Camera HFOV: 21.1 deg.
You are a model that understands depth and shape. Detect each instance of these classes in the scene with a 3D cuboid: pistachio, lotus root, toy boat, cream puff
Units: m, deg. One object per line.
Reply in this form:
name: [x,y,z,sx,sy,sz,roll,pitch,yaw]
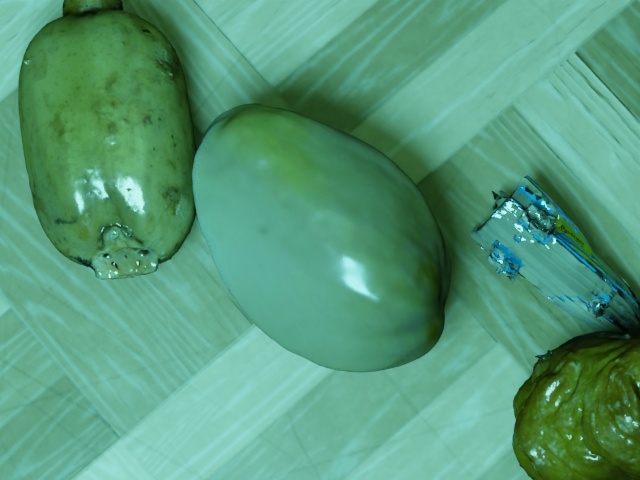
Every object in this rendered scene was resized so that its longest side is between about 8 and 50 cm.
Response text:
pistachio: [0.000,0.000,1.578,0.288,0.166,0.197,42,84,10]
lotus root: [-0.200,-0.106,1.613,0.160,0.146,0.284,-4,76,-18]
toy boat: [0.235,0.032,1.625,0.210,0.066,0.084,41,116,-1]
cream puff: [0.291,0.151,1.528,0.269,0.241,0.155,-21,73,32]
